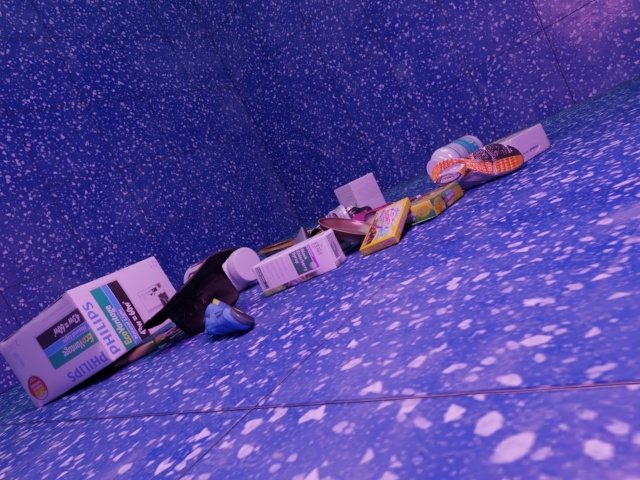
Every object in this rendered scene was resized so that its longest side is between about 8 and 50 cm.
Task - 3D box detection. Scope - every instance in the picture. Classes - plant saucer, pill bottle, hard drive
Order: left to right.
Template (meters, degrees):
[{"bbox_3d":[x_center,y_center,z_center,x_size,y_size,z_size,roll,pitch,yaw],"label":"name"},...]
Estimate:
[{"bbox_3d":[-0.366,0.129,1.680,0.301,0.170,0.169,-22,6,38],"label":"pill bottle"},{"bbox_3d":[-0.063,0.023,1.492,0.094,0.022,0.135,-65,20,20],"label":"hard drive"},{"bbox_3d":[0.088,-0.028,1.303,0.198,0.036,0.199,8,15,-2],"label":"plant saucer"},{"bbox_3d":[0.573,-0.345,1.910,0.264,0.146,0.146,-29,6,-31],"label":"pill bottle"}]

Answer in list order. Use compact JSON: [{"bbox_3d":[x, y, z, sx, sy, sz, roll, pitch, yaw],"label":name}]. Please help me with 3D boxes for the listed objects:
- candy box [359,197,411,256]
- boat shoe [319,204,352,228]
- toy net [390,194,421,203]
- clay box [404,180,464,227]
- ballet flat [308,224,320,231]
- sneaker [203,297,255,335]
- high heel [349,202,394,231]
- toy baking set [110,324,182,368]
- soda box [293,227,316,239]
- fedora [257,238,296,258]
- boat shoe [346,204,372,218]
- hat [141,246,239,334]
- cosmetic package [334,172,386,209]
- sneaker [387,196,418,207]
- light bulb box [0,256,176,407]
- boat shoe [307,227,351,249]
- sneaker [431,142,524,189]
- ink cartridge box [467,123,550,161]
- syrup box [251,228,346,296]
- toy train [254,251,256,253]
[{"bbox_3d":[0.174,-0.039,1.171,0.105,0.027,0.206,-23,21,31],"label":"candy box"},{"bbox_3d":[0.063,-0.063,1.825,0.103,0.118,0.320,-33,2,-11],"label":"boat shoe"},{"bbox_3d":[0.288,-0.117,1.584,0.122,0.045,0.232,-30,6,-39],"label":"toy net"},{"bbox_3d":[0.304,-0.099,1.271,0.127,0.053,0.222,-22,6,44],"label":"clay box"},{"bbox_3d":[0.047,-0.062,2.063,0.240,0.077,0.091,-27,4,-12],"label":"ballet flat"},{"bbox_3d":[-0.209,0.184,0.986,0.209,0.069,0.082,0,58,60],"label":"sneaker"},{"bbox_3d":[0.189,-0.067,1.458,0.117,0.082,0.244,-18,2,37],"label":"high heel"},{"bbox_3d":[-0.503,0.305,1.341,0.256,0.030,0.197,-27,5,-7],"label":"toy baking set"},{"bbox_3d":[-0.092,0.006,2.188,0.181,0.058,0.061,-27,5,-20],"label":"soda box"},{"bbox_3d":[-0.175,0.054,1.940,0.194,0.079,0.194,-18,7,2],"label":"fedora"},{"bbox_3d":[0.176,-0.104,1.926,0.084,0.079,0.233,-51,-19,22],"label":"boat shoe"},{"bbox_3d":[-0.318,0.168,1.230,0.331,0.134,0.331,-44,-2,-2],"label":"hat"},{"bbox_3d":[0.193,-0.202,2.148,0.151,0.184,0.151,-28,5,-27],"label":"cosmetic package"},{"bbox_3d":[0.239,-0.073,1.379,0.188,0.066,0.071,-23,-14,-30],"label":"sneaker"},{"bbox_3d":[-0.680,0.266,1.371,0.357,0.225,0.361,-32,2,20],"label":"light bulb box"},{"bbox_3d":[0.000,0.000,1.540,0.116,0.097,0.324,-28,5,-20],"label":"boat shoe"},{"bbox_3d":[0.478,-0.213,1.358,0.262,0.100,0.121,-9,-19,23],"label":"sneaker"},{"bbox_3d":[0.623,-0.296,1.484,0.152,0.087,0.208,-29,6,-22],"label":"ink cartridge box"},{"bbox_3d":[-0.059,0.061,1.224,0.236,0.093,0.096,-24,5,24],"label":"syrup box"},{"bbox_3d":[-0.292,0.108,1.868,0.080,0.105,0.184,-26,5,3],"label":"toy train"}]
